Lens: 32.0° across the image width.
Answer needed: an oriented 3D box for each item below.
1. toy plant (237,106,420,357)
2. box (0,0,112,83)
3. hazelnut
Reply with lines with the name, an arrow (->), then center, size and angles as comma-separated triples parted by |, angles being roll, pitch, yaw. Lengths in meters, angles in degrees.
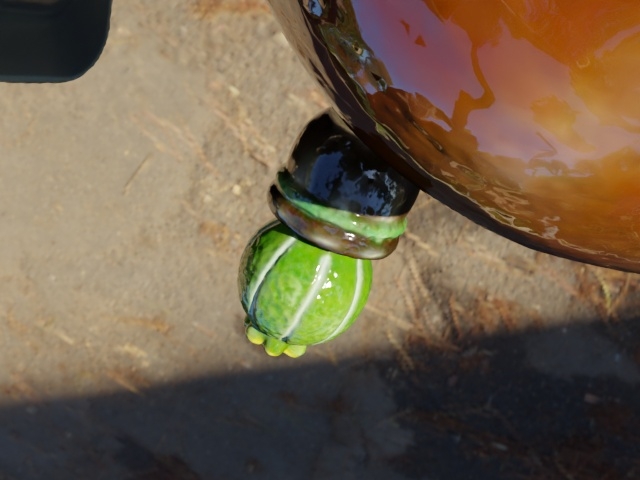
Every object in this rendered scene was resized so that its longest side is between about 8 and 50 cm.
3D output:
toy plant -> 0.000, 0.000, 0.710 | 0.093, 0.093, 0.162 | 27, 111, 1
box -> -0.289, -0.312, 0.789 | 0.111, 0.396, 0.396 | 16, 105, 27
hazelnut -> 0.155, -0.155, 0.447 | 0.366, 0.366, 0.366 | 15, 137, 14
